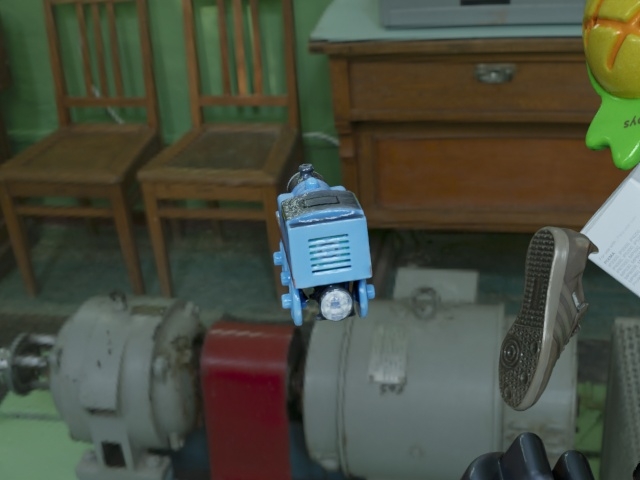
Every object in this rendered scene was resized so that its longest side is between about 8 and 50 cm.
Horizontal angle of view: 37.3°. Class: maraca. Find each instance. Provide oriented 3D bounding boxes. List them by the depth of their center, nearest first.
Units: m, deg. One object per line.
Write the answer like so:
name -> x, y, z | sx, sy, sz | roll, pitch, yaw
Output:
maraca -> 0.224, -0.132, 0.614 | 0.127, 0.099, 0.185 | -18, 52, 53

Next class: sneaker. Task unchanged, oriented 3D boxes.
sneaker -> 0.235, 0.082, 0.948 | 0.071, 0.188, 0.066 | 9, 8, -25

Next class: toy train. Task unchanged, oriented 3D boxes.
toy train -> 0.000, 0.000, 0.810 | 0.080, 0.105, 0.184 | -6, 21, -5

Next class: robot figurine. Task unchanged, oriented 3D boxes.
robot figurine -> 0.207, 0.357, 1.070 | 0.209, 0.278, 0.173 | 39, 25, 29

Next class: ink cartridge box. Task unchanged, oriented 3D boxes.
ink cartridge box -> 0.649, 0.042, 1.619 | 0.385, 0.160, 0.279 | 38, 24, 12

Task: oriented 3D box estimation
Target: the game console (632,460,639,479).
game console -> 0.369, 0.173, 0.861 | 0.085, 0.124, 0.144 | 35, 65, 16
